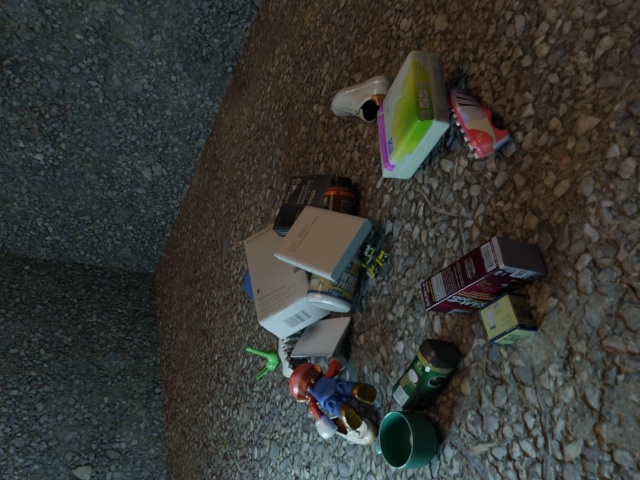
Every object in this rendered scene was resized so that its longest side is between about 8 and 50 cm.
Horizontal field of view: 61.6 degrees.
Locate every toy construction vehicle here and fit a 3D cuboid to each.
[{"bbox_3d":[0.164,0.056,1.606,0.086,0.035,0.098,47,124,43],"label":"toy construction vehicle"}]

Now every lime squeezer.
[{"bbox_3d":[-0.211,0.472,2.067,0.059,0.110,0.310,59,164,30],"label":"lime squeezer"}]

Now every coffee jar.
[{"bbox_3d":[0.252,0.319,1.282,0.184,0.096,0.079,-63,35,25],"label":"coffee jar"}]

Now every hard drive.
[{"bbox_3d":[0.000,0.000,1.637,0.307,0.040,0.203,18,70,52],"label":"hard drive"}]

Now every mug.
[{"bbox_3d":[0.211,0.477,1.298,0.157,0.097,0.130,2,83,62],"label":"mug"}]

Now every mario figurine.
[{"bbox_3d":[0.040,0.453,1.580,0.320,0.198,0.170,5,111,57],"label":"mario figurine"}]

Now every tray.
[{"bbox_3d":[0.004,0.324,1.752,0.270,0.030,0.145,-20,34,58],"label":"tray"}]

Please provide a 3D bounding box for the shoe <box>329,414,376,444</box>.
[{"bbox_3d":[0.081,0.541,1.547,0.219,0.058,0.077,-15,67,59],"label":"shoe"}]

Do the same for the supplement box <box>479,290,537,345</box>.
[{"bbox_3d":[0.392,0.165,1.124,0.083,0.056,0.083,-47,42,44],"label":"supplement box"}]

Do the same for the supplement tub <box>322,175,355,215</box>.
[{"bbox_3d":[0.060,-0.108,1.771,0.106,0.106,0.198,-8,73,60],"label":"supplement tub"}]

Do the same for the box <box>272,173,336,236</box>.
[{"bbox_3d":[-0.047,-0.123,1.872,0.183,0.059,0.233,1,59,32],"label":"box"}]

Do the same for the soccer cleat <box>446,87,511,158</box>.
[{"bbox_3d":[0.380,-0.300,1.310,0.095,0.083,0.248,-26,45,18],"label":"soccer cleat"}]

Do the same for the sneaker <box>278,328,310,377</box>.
[{"bbox_3d":[-0.114,0.351,1.931,0.118,0.110,0.292,126,145,-52],"label":"sneaker"}]

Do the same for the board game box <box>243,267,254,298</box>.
[{"bbox_3d":[-0.284,0.178,2.367,0.168,0.033,0.133,34,105,54],"label":"board game box"}]

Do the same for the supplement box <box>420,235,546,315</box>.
[{"bbox_3d":[0.345,0.084,1.162,0.239,0.130,0.073,-43,45,48],"label":"supplement box"}]

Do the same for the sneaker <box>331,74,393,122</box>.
[{"bbox_3d":[0.122,-0.443,1.776,0.290,0.105,0.123,-10,69,58],"label":"sneaker"}]

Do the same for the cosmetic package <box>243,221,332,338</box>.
[{"bbox_3d":[-0.123,0.121,1.887,0.217,0.156,0.385,-31,48,11],"label":"cosmetic package"}]

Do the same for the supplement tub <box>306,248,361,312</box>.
[{"bbox_3d":[0.046,0.110,1.661,0.144,0.144,0.200,-13,59,59],"label":"supplement tub"}]

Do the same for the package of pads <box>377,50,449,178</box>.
[{"bbox_3d":[0.245,-0.336,1.454,0.296,0.101,0.229,121,150,-65],"label":"package of pads"}]
